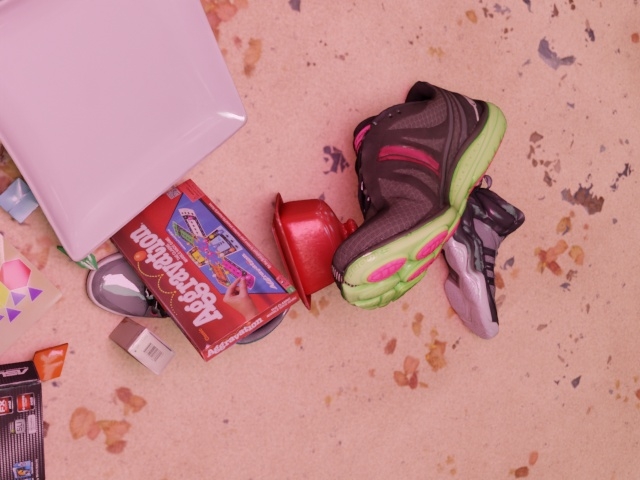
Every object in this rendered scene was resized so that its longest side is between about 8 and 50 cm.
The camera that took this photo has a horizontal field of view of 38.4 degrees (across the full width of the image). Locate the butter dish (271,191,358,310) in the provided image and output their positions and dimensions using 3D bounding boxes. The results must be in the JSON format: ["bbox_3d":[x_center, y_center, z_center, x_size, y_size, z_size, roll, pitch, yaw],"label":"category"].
[{"bbox_3d":[0.000,0.000,1.358,0.118,0.160,0.160,-18,104,3],"label":"butter dish"}]

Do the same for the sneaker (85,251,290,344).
[{"bbox_3d":[-0.167,0.076,1.285,0.295,0.178,0.124,3,93,-23],"label":"sneaker"}]

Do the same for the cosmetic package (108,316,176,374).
[{"bbox_3d":[-0.251,0.146,1.288,0.060,0.115,0.041,45,75,-23],"label":"cosmetic package"}]

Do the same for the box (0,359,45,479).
[{"bbox_3d":[-0.472,0.301,1.193,0.216,0.060,0.270,-5,112,-26],"label":"box"}]

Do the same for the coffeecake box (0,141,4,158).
[{"bbox_3d":[-0.490,-0.083,1.156,0.142,0.068,0.185,17,83,-14],"label":"coffeecake box"}]

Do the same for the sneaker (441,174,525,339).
[{"bbox_3d":[0.279,0.024,1.536,0.153,0.101,0.268,-26,103,-18],"label":"sneaker"}]

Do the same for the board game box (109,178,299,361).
[{"bbox_3d":[-0.165,0.030,1.230,0.145,0.281,0.027,-34,140,-15],"label":"board game box"}]

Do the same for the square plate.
[{"bbox_3d":[-0.278,-0.204,1.207,0.344,0.049,0.347,-43,133,-26],"label":"square plate"}]

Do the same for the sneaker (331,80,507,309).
[{"bbox_3d":[0.114,-0.077,1.350,0.202,0.185,0.483,31,43,4],"label":"sneaker"}]

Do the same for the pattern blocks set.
[{"bbox_3d":[-0.458,0.087,1.221,0.325,0.026,0.285,-37,103,-12],"label":"pattern blocks set"}]
